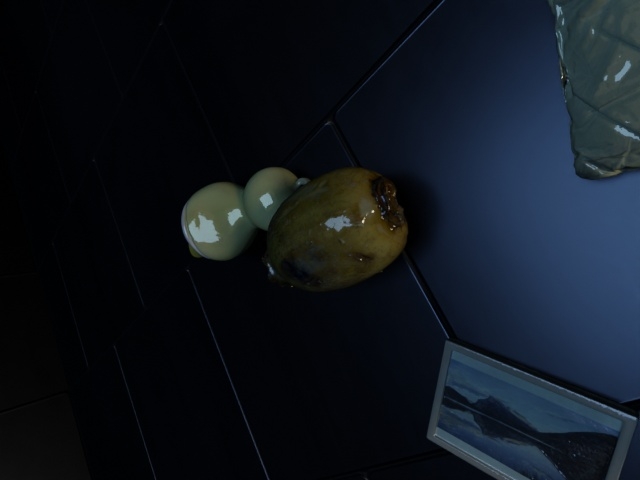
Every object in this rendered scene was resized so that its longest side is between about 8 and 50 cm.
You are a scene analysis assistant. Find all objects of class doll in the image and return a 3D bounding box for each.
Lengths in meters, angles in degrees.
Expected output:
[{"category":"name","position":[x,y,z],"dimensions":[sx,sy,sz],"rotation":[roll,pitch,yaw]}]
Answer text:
[{"category":"doll","position":[-0.132,-0.046,0.715],"dimensions":[0.297,0.117,0.141],"rotation":[-15,78,27]}]

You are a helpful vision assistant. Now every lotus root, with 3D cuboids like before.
[{"category":"lotus root","position":[-0.001,0.001,0.581],"dimensions":[0.278,0.154,0.154],"rotation":[-28,76,44]}]

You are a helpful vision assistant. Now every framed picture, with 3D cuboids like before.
[{"category":"framed picture","position":[0.230,0.220,0.484],"dimensions":[0.203,0.015,0.150],"rotation":[18,106,38]}]

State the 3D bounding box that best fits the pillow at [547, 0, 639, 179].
[{"category":"pillow","position":[0.328,-0.213,0.319],"dimensions":[0.274,0.076,0.280],"rotation":[-11,93,44]}]
